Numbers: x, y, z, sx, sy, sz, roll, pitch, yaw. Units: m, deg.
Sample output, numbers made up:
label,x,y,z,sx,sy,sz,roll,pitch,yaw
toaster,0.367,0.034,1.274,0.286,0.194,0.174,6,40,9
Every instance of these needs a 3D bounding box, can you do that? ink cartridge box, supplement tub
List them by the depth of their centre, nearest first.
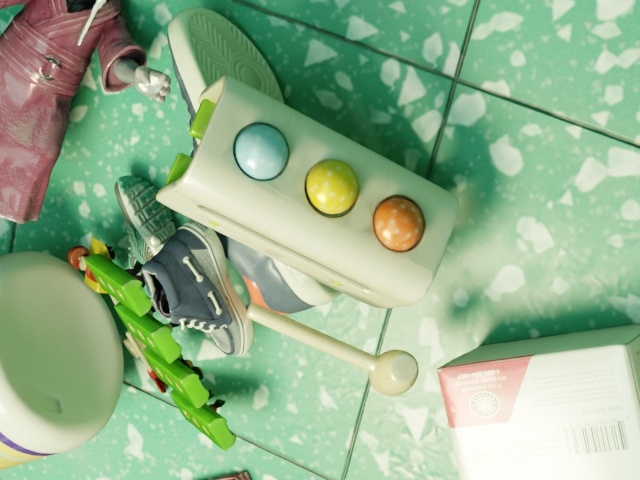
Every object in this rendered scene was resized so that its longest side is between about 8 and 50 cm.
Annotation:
label,x,y,z,sx,sy,sz,roll,pitch,yaw
ink cartridge box,0.256,0.242,1.446,0.207,0.117,0.283,-11,93,28
supplement tub,-0.430,0.166,1.710,0.331,0.241,0.241,-20,95,31

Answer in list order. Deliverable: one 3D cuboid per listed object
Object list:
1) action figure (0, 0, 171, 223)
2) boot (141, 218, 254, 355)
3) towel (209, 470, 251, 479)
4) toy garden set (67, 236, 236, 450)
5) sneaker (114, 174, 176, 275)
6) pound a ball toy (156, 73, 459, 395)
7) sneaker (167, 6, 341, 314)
label,x,y,z,sx,sy,sz,roll,pitch,yaw
action figure,-0.307,-0.195,1.616,0.248,0.276,0.370,36,99,-9
boot,-0.136,0.071,1.535,0.069,0.086,0.190,20,141,39
towel,-0.130,0.460,1.764,0.237,0.037,0.329,-20,95,30
toy garden set,-0.190,0.104,1.635,0.204,0.049,0.244,26,149,56
sneaker,-0.202,0.005,1.658,0.076,0.065,0.166,-30,88,34
pound a ball toy,0.000,0.000,1.411,0.319,0.208,0.136,27,162,-18
sneaker,-0.102,-0.075,1.549,0.148,0.131,0.350,-25,87,38
